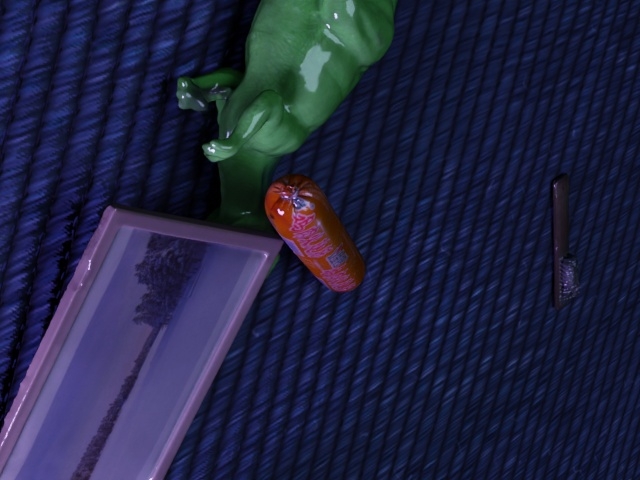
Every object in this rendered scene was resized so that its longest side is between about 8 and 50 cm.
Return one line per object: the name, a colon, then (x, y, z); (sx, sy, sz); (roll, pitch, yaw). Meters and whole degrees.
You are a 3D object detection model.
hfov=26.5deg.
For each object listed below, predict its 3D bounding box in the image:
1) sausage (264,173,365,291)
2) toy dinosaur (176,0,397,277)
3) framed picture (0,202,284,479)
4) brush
sausage: (0.000, 0.000, 1.273); (0.053, 0.053, 0.348); (-64, 166, -8)
toy dinosaur: (0.051, -0.185, 1.288); (0.500, 0.144, 0.374); (-28, 130, -34)
framed picture: (-0.165, 0.109, 1.190); (0.213, 0.016, 0.289); (12, 111, -51)
brush: (0.319, 0.005, 1.760); (0.034, 0.028, 0.190); (-31, 126, -40)
